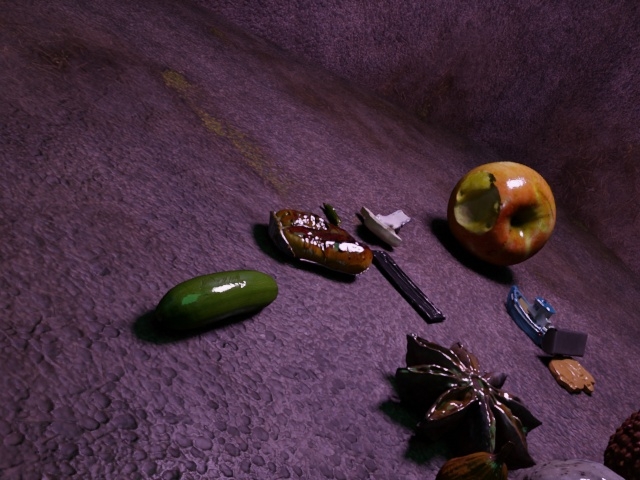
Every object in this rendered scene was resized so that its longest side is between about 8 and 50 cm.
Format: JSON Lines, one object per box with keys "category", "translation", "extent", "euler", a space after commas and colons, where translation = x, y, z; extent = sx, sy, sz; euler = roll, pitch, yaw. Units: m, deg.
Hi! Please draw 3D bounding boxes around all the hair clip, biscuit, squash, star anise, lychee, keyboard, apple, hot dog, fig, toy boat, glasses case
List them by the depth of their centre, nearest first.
{"category": "fig", "translation": [0.258, 0.386, 1.061], "extent": [0.119, 0.153, 0.119], "euler": [50, -2, 2]}
{"category": "squash", "translation": [-0.164, 0.093, 1.130], "extent": [0.082, 0.082, 0.292], "euler": [44, 25, 21]}
{"category": "star anise", "translation": [0.273, 0.308, 1.248], "extent": [0.331, 0.118, 0.332], "euler": [20, 32, -13]}
{"category": "lychee", "translation": [0.706, 0.456, 1.364], "extent": [0.235, 0.271, 0.236], "euler": [11, 6, -1]}
{"category": "hot dog", "translation": [0.000, 0.000, 1.517], "extent": [0.270, 0.082, 0.163], "euler": [17, 27, -32]}
{"category": "keyboard", "translation": [0.212, 0.110, 1.656], "extent": [0.087, 0.017, 0.250], "euler": [4, 39, -51]}
{"category": "biscuit", "translation": [0.670, 0.352, 1.776], "extent": [0.184, 0.027, 0.133], "euler": [14, 32, -38]}
{"category": "glasses case", "translation": [0.671, 0.278, 1.814], "extent": [0.190, 0.072, 0.042], "euler": [13, 5, -43]}
{"category": "hair clip", "translation": [0.176, -0.051, 1.849], "extent": [0.159, 0.071, 0.218], "euler": [38, 18, 16]}
{"category": "toy boat", "translation": [0.615, 0.208, 1.886], "extent": [0.088, 0.102, 0.215], "euler": [13, 31, -44]}
{"category": "apple", "translation": [0.567, -0.090, 2.117], "extent": [0.339, 0.340, 0.340], "euler": [28, 25, -14]}

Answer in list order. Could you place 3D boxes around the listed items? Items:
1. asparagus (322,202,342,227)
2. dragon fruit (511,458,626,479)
{"category": "asparagus", "translation": [0.031, -0.069, 1.752], "extent": [0.021, 0.025, 0.108], "euler": [6, 35, -30]}
{"category": "dragon fruit", "translation": [0.430, 0.450, 1.056], "extent": [0.282, 0.204, 0.221], "euler": [29, 28, -14]}
